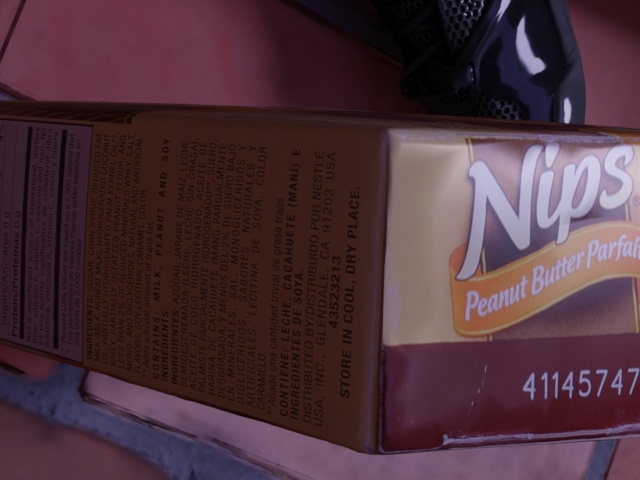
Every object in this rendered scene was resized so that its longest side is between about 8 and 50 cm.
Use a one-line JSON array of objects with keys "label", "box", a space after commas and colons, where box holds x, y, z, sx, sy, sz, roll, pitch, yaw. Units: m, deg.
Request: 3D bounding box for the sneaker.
[{"label": "sneaker", "box": [0.040, -0.102, 0.793, 0.130, 0.087, 0.228, -6, 96, -32]}]

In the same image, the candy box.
[{"label": "candy box", "box": [0.000, 0.000, 0.634, 0.183, 0.316, 0.088, 1, 94, -34]}]
